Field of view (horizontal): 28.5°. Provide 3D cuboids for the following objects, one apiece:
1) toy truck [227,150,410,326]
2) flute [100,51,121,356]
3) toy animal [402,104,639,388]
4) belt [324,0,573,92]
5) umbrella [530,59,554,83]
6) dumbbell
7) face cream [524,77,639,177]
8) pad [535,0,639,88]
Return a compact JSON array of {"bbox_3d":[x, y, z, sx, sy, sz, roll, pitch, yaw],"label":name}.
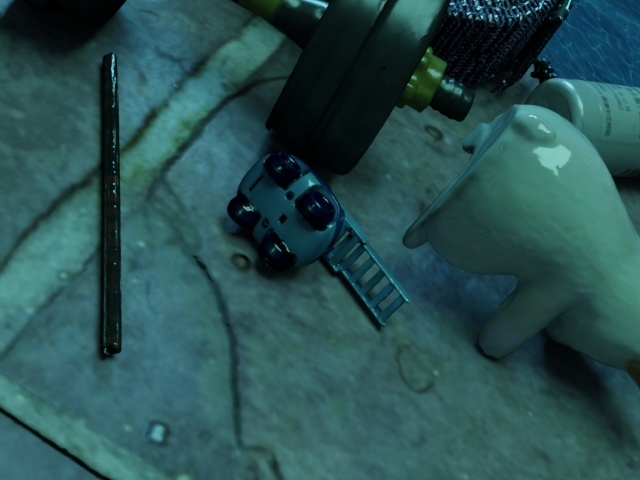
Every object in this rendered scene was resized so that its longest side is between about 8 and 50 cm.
[{"bbox_3d":[0.000,0.000,0.863,0.136,0.063,0.074,54,23,20],"label":"toy truck"},{"bbox_3d":[-0.139,-0.033,0.836,0.014,0.014,0.269,12,45,-23],"label":"flute"},{"bbox_3d":[0.189,0.033,0.913,0.282,0.138,0.140,51,47,-16],"label":"toy animal"},{"bbox_3d":[0.061,-0.263,1.109,0.324,0.122,0.260,14,52,-18],"label":"belt"},{"bbox_3d":[0.198,-0.148,1.118,0.022,0.022,0.149,64,11,-10],"label":"umbrella"},{"bbox_3d":[-0.061,-0.190,0.907,0.388,0.185,0.185,30,41,-5],"label":"dumbbell"},{"bbox_3d":[0.304,-0.094,1.131,0.269,0.082,0.082,3,50,-31],"label":"face cream"},{"bbox_3d":[0.298,-0.202,1.283,0.269,0.012,0.270,-6,55,-37],"label":"pad"}]
